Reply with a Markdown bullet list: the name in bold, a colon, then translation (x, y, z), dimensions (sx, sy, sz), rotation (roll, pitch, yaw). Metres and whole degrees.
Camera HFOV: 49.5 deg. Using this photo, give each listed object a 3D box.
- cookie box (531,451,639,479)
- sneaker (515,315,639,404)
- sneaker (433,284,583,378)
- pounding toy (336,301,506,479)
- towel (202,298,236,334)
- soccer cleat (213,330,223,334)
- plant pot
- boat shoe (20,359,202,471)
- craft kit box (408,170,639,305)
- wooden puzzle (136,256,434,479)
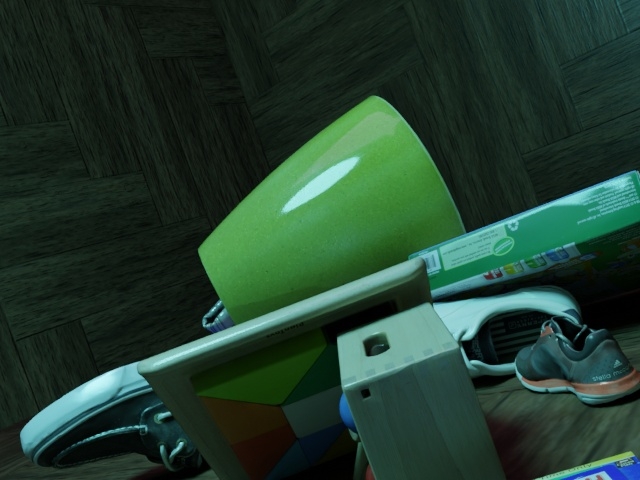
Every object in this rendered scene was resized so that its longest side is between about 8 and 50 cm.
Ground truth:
- **cookie box**: translation (0.110, 0.138, 0.296), dimensions (0.091, 0.040, 0.107), rotation (-21, -2, 10)
- **sneaker**: translation (0.209, 0.091, 0.585), dimensions (0.061, 0.065, 0.158), rotation (-20, 0, -13)
- **sneaker**: translation (0.140, 0.103, 0.714), dimensions (0.258, 0.094, 0.091), rotation (-21, -3, 10)
- **pounding toy**: translation (0.052, 0.124, 0.461), dimensions (0.100, 0.130, 0.141), rotation (-20, 8, 2)
- **towel**: translation (-0.092, 0.110, 1.502), dimensions (0.324, 0.056, 0.312), rotation (-49, -22, -11)
- **soccer cleat**: translation (-0.160, 0.220, 1.318), dimensions (0.116, 0.109, 0.318), rotation (-15, -6, -33)
- **plant pot**: translation (0.000, 0.000, 0.913), dimensions (0.293, 0.275, 0.275), rotation (-28, 0, -4)
- **boat shoe**: translation (-0.158, 0.200, 0.788), dimensions (0.335, 0.119, 0.121), rotation (-17, -27, -18)
- **craft kit box**: translation (0.267, 0.026, 0.783), dimensions (0.249, 0.061, 0.246), rotation (-23, -24, 31)
- **wooden puzzle**: translation (-0.002, 0.128, 0.565), dimensions (0.220, 0.044, 0.239), rotation (-21, -42, -2)
